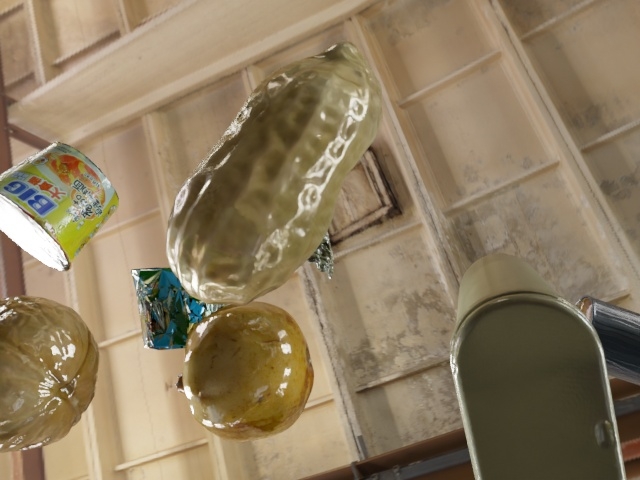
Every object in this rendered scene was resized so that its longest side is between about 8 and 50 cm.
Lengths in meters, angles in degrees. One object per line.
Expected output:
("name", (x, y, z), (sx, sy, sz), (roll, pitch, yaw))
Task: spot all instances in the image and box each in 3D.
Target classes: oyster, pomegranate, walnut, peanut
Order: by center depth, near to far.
("peanut", (-0.031, -0.077, 0.552), (0.140, 0.153, 0.325), (17, -118, 36))
("oyster", (0.000, 0.000, 0.744), (0.037, 0.098, 0.100), (-26, -72, 13))
("walnut", (-0.556, 0.238, 0.980), (0.312, 0.252, 0.277), (2, -108, 31))
("pomegranate", (-0.145, 0.245, 1.024), (0.264, 0.264, 0.265), (-6, -105, 20))

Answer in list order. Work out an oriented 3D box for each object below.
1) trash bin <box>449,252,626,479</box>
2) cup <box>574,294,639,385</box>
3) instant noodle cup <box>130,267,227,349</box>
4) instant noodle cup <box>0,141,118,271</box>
("trash bin", (0.206, 0.143, 0.553), (0.121, 0.247, 0.244), (-12, -83, 15))
("cup", (0.482, 0.164, 0.881), (0.138, 0.150, 0.114), (19, -87, 9))
("instant noodle cup", (-0.313, 0.153, 1.234), (0.240, 0.240, 0.178), (-5, -97, 20))
("instant noodle cup", (-0.464, -0.063, 0.946), (0.204, 0.205, 0.153), (21, -127, 25))
